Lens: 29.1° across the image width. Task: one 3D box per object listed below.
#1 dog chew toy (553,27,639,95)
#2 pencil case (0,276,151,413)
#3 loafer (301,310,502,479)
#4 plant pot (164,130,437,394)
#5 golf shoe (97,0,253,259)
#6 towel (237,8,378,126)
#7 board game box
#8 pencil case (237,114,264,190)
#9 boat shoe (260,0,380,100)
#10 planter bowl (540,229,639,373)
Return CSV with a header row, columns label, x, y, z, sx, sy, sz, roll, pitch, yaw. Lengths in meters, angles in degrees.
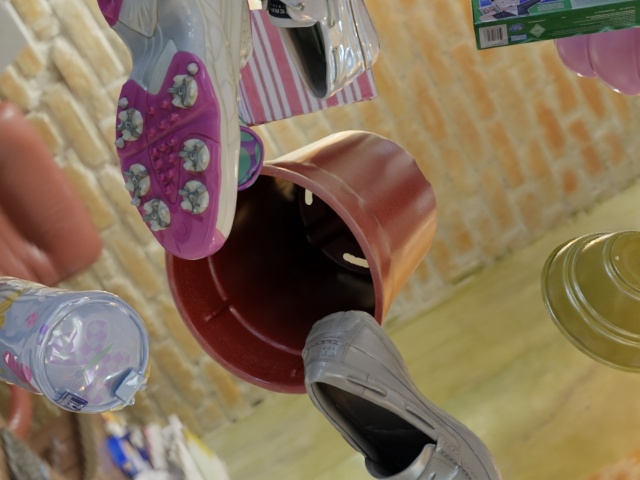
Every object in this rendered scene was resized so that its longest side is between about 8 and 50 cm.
label,x,y,z,sx,sy,sz,roll,pitch,yaw
dog chew toy,0.513,-0.314,1.923,0.332,0.206,0.207,12,-37,43
pencil case,-0.272,0.099,1.222,0.124,0.113,0.273,32,-15,-32
loafer,0.085,0.213,1.274,0.319,0.112,0.111,49,38,-21
plant pot,0.000,0.000,1.455,0.272,0.272,0.265,60,33,-6
golf shoe,-0.098,-0.139,1.002,0.140,0.115,0.306,-6,88,-53
towel,-0.030,-0.227,1.552,0.029,0.197,0.144,-20,-94,63
board game box,0.362,-0.356,1.691,0.213,0.317,0.046,-87,168,-51
pencil case,-0.101,-0.103,1.190,0.070,0.064,0.152,55,-1,-29
boat shoe,-0.012,-0.207,1.024,0.083,0.076,0.226,21,-26,41
planter bowl,0.399,0.054,1.570,0.217,0.217,0.090,60,-31,27
